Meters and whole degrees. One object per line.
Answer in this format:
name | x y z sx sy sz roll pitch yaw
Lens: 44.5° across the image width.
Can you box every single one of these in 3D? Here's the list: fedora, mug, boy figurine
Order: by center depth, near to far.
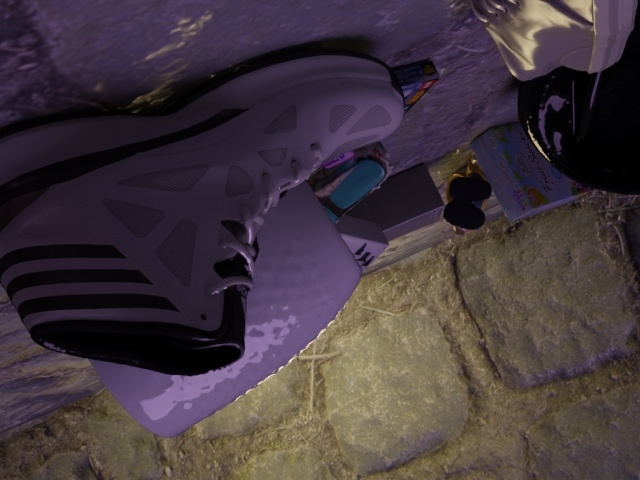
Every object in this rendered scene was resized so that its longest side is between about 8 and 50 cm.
mug | -0.142 0.032 1.002 0.328 0.276 0.374 -32 140 1
fedora | 0.456 -0.222 1.146 0.152 0.334 0.334 -59 -170 -30
boy figurine | 0.305 -0.101 1.616 0.092 0.177 0.285 12 -167 6

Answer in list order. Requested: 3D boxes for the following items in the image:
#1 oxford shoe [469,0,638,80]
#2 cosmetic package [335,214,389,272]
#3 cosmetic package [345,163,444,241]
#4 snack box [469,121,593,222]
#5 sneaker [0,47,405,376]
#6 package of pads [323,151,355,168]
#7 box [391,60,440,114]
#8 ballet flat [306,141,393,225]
oxford shoe | 0.178 -0.225 0.624 0.130 0.169 0.449 -4 177 17
cosmetic package | 0.000 0.000 1.360 0.239 0.060 0.099 12 129 -40
cosmetic package | 0.112 -0.049 1.528 0.238 0.107 0.127 -21 167 0
snack box | 0.409 -0.141 1.508 0.207 0.174 0.070 -17 167 -37
sneaker | -0.078 -0.014 0.751 0.448 0.257 0.169 -20 159 -21
package of pads | 0.013 -0.126 1.085 0.050 0.031 0.083 -27 170 14
box | 0.078 -0.175 0.988 0.094 0.027 0.137 -17 169 -25
ballet flat | 0.014 -0.076 1.197 0.241 0.091 0.077 -31 -148 29
